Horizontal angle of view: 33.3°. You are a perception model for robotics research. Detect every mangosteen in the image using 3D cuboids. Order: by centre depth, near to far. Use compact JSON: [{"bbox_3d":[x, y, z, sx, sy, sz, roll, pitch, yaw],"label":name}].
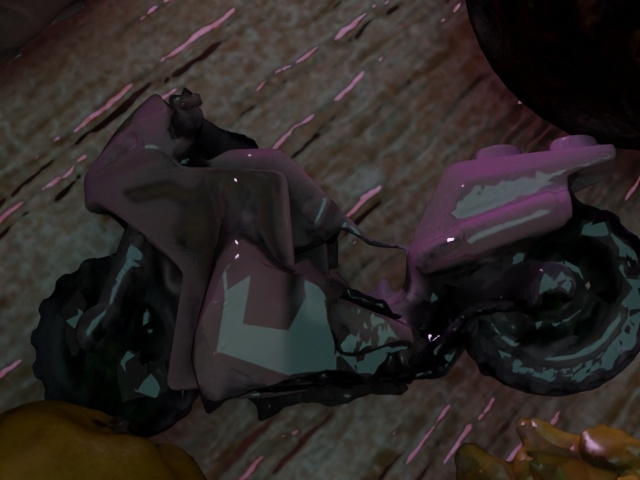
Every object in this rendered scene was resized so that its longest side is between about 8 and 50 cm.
[{"bbox_3d":[0.199,-0.115,0.586,0.231,0.231,0.289,-17,120,-6],"label":"mangosteen"}]

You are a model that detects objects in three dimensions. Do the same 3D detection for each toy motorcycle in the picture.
[{"bbox_3d":[0.000,0.000,0.563,0.327,0.143,0.188,-8,78,12],"label":"toy motorcycle"}]

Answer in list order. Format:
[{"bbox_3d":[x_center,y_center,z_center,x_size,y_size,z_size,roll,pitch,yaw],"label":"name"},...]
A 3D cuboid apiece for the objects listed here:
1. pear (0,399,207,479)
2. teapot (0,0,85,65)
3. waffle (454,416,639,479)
[{"bbox_3d":[-0.152,0.202,0.493,0.212,0.212,0.269,31,84,3],"label":"pear"},{"bbox_3d":[-0.208,-0.184,0.581,0.222,0.163,0.178,-33,88,-7],"label":"teapot"},{"bbox_3d":[0.154,0.214,0.491,0.281,0.262,0.060,23,38,34],"label":"waffle"}]
